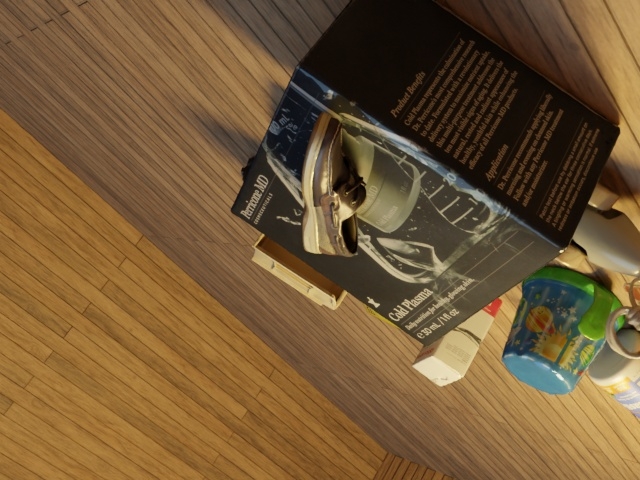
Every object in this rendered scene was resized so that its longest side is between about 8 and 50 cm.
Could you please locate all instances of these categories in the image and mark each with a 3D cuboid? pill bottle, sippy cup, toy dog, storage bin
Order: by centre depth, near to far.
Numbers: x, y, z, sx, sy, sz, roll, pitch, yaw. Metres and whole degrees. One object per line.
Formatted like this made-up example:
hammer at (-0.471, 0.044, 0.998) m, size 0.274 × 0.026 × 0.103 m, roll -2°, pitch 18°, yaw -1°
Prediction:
toy dog at (0.550, 0.025, 1.334) m, size 0.220 × 0.161 × 0.333 m, roll -42°, pitch 71°, yaw 31°
sippy cup at (0.526, 0.214, 1.701) m, size 0.240 × 0.224 × 0.305 m, roll 19°, pitch 154°, yaw 32°
pill bottle at (0.759, 0.336, 1.728) m, size 0.272 × 0.152 × 0.152 m, roll 38°, pitch 159°, yaw -10°
storage bin at (0.000, 0.000, 1.941) m, size 0.260 × 0.262 × 0.123 m, roll 33°, pitch 160°, yaw 1°

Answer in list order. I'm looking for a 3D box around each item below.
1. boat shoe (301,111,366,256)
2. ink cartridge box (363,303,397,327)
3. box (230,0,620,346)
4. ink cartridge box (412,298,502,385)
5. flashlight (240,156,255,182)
boat shoe at (0.025, -0.074, 1.139) m, size 0.092 × 0.102 × 0.285 m, roll 14°, pitch 142°, yaw 10°
ink cartridge box at (0.169, 0.147, 2.267) m, size 0.307 × 0.072 × 0.303 m, roll 21°, pitch 155°, yaw 33°
box at (0.154, -0.117, 1.330) m, size 0.472 × 0.297 × 0.480 m, roll 36°, pitch 149°, yaw 0°
ink cartridge box at (0.358, 0.250, 2.000) m, size 0.100 × 0.237 × 0.172 m, roll 33°, pitch 159°, yaw 1°
flashlight at (-0.131, -0.095, 2.146) m, size 0.103 × 0.103 × 0.304 m, roll 21°, pitch 156°, yaw 33°
